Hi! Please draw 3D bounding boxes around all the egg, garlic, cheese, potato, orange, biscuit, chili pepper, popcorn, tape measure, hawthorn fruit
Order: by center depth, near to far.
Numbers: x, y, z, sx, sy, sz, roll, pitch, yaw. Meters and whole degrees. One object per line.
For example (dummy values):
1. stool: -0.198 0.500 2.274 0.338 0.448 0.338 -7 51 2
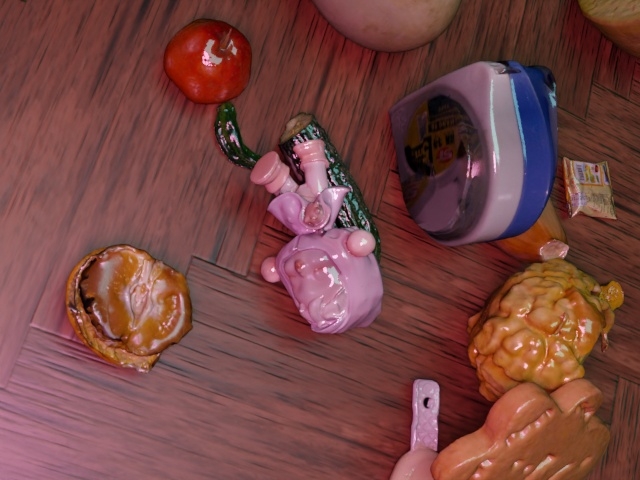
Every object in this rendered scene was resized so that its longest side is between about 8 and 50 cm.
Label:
1. orange: -0.249 0.082 1.121 0.160 0.112 0.170 -18 109 -37
2. biscuit: 0.290 0.306 1.215 0.275 0.052 0.355 -42 140 6
3. hawthorn fruit: -0.153 -0.250 1.237 0.125 0.140 0.125 -15 117 -31
4. cheese: 0.152 0.320 1.271 0.127 0.049 0.235 11 75 -20
5. chili pepper: -0.119 -0.143 1.271 0.055 0.035 0.118 -39 91 -9
6. popcorn: 0.317 0.144 1.291 0.250 0.250 0.190 -36 77 -26
7. tape measure: 0.218 -0.123 1.296 0.138 0.259 0.262 1 82 -23
8. egg: 0.078 -0.414 1.319 0.295 0.218 0.218 40 66 -2
9. garlic: 0.313 -0.053 1.400 0.115 0.128 0.207 -19 80 18
10. potato: 0.632 -0.405 1.589 0.280 0.212 0.330 42 54 -29

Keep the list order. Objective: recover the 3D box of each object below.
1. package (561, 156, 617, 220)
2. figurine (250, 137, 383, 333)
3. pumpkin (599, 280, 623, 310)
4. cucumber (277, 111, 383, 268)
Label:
1. package: 0.462 -0.088 1.513 0.120 0.031 0.108 2 78 -28
2. figurine: 0.000 0.001 1.213 0.133 0.200 0.276 -24 96 -51
3. pumpkin: 0.477 0.099 1.476 0.083 0.028 0.050 -16 86 -34
4. cucumber: 0.022 -0.067 1.297 0.077 0.077 0.265 -32 94 -26
